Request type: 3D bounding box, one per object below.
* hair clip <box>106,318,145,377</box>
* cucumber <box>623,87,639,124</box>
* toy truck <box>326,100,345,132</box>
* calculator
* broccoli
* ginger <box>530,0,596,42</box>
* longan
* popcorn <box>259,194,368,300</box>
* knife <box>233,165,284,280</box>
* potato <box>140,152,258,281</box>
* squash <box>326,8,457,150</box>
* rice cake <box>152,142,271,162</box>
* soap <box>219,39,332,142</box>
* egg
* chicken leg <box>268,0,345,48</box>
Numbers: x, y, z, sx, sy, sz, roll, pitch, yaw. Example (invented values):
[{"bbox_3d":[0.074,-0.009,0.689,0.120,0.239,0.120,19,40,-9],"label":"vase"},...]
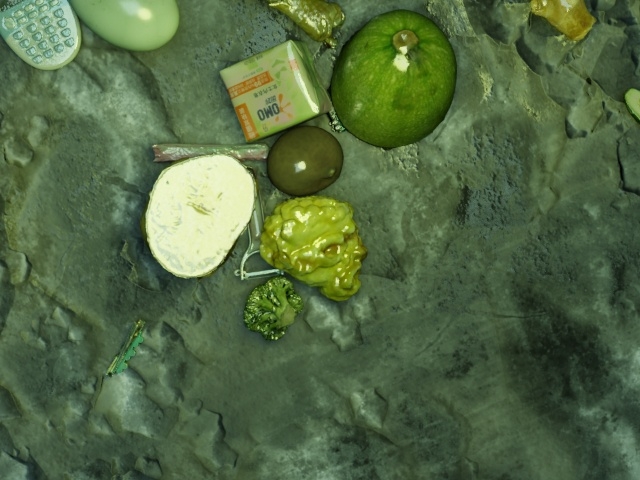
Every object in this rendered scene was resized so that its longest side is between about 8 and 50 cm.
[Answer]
[{"bbox_3d":[-0.486,0.275,1.795,0.049,0.049,0.173,31,102,-5],"label":"hair clip"},{"bbox_3d":[0.778,-0.324,1.736,0.107,0.035,0.067,45,77,-5],"label":"cucumber"},{"bbox_3d":[0.037,-0.300,1.726,0.044,0.039,0.083,-31,99,-14],"label":"toy truck"},{"bbox_3d":[-0.683,-0.550,1.675,0.188,0.042,0.303,-27,98,4],"label":"calculator"},{"bbox_3d":[-0.115,0.164,1.744,0.145,0.138,0.162,30,83,-37],"label":"broccoli"},{"bbox_3d":[0.522,-0.642,1.613,0.166,0.236,0.376,-18,89,44],"label":"ginger"},{"bbox_3d":[-0.039,-0.185,1.676,0.189,0.189,0.189,0,98,-1],"label":"longan"},{"bbox_3d":[0.000,0.000,1.690,0.286,0.174,0.225,31,94,-23],"label":"popcorn"},{"bbox_3d":[-0.169,-0.044,1.748,0.123,0.053,0.278,-8,97,-5],"label":"knife"},{"bbox_3d":[-0.293,-0.066,1.680,0.246,0.196,0.300,33,85,-15],"label":"potato"},{"bbox_3d":[0.191,-0.363,1.569,0.310,0.309,0.311,-1,94,-9],"label":"squash"},{"bbox_3d":[-0.264,-0.210,1.712,0.290,0.081,0.051,0,85,-1],"label":"rice cake"},{"bbox_3d":[-0.102,-0.346,1.649,0.199,0.138,0.182,-20,99,15],"label":"soap"},{"bbox_3d":[-0.447,-0.533,1.611,0.264,0.183,0.183,23,97,4],"label":"egg"},{"bbox_3d":[-0.108,-0.606,1.631,0.429,0.152,0.201,39,88,-13],"label":"chicken leg"}]
